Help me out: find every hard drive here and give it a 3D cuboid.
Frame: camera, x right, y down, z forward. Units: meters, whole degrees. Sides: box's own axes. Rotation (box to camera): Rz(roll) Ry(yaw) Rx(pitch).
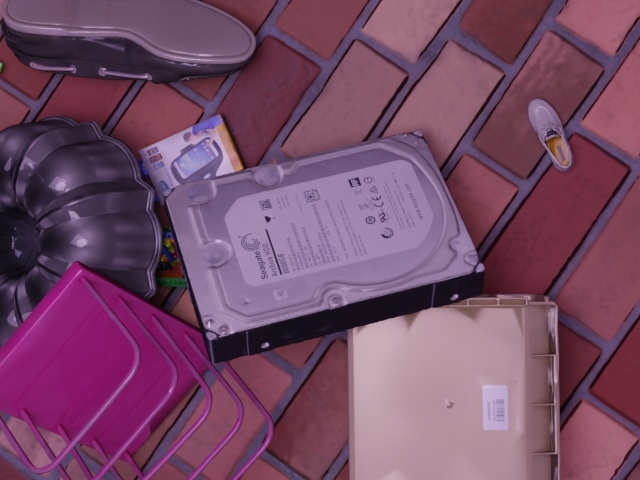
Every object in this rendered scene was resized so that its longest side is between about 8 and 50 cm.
[{"bbox_3d":[0.000,0.000,1.674,0.339,0.064,0.237,-14,54,-9],"label":"hard drive"}]

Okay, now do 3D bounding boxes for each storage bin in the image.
[{"bbox_3d":[0.162,0.197,1.719,0.260,0.123,0.262,-1,88,7],"label":"storage bin"}]

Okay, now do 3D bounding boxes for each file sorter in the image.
[{"bbox_3d":[-0.224,0.200,1.659,0.202,0.290,0.182,-49,51,4],"label":"file sorter"}]

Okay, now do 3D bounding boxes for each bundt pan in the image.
[{"bbox_3d":[-0.364,0.002,1.738,0.331,0.124,0.331,0,90,28],"label":"bundt pan"}]

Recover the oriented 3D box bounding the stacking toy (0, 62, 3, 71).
[{"bbox_3d":[-0.554,-0.198,1.857,0.221,0.052,0.167,21,92,7],"label":"stacking toy"}]

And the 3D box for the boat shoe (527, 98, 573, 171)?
[{"bbox_3d":[0.291,-0.134,1.751,0.035,0.035,0.100,-22,86,7],"label":"boat shoe"}]

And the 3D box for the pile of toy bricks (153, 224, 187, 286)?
[{"bbox_3d":[-0.174,0.011,1.789,0.212,0.118,0.105,3,61,23],"label":"pile of toy bricks"}]

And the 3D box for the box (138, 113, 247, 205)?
[{"bbox_3d":[-0.174,-0.102,1.817,0.136,0.028,0.081,-24,86,5],"label":"box"}]

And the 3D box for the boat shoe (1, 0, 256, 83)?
[{"bbox_3d":[-0.247,-0.257,1.809,0.335,0.095,0.112,9,54,4],"label":"boat shoe"}]
